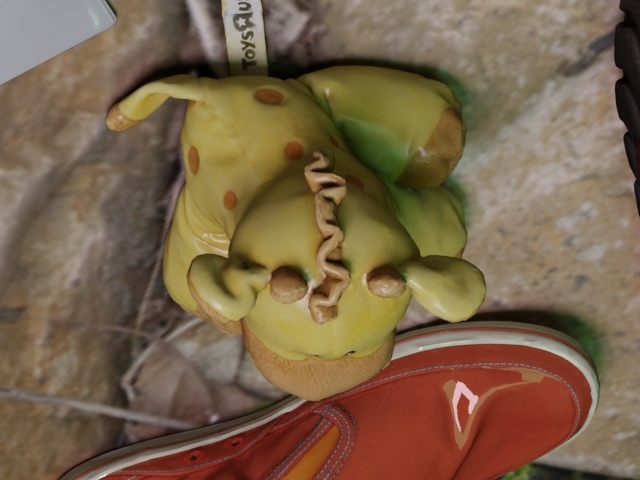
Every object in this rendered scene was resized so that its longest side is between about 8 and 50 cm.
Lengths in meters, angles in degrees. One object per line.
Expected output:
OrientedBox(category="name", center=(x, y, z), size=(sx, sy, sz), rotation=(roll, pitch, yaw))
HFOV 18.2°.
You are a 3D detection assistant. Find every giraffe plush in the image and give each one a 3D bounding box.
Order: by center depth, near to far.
OrientedBox(category="giraffe plush", center=(0.000, 0.000, 0.968), size=(0.181, 0.170, 0.210), rotation=(-24, 130, 4))

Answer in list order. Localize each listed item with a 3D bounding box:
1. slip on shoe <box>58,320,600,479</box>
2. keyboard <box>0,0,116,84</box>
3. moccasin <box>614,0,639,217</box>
OrientedBox(category="slip on shoe", center=(0.006, 0.141, 1.128), size=(0.331, 0.101, 0.123), rotation=(-19, 128, -3))
OrientedBox(category="keyboard", center=(-0.225, -0.071, 0.953), size=(0.256, 0.014, 0.072), rotation=(-27, 135, 6))
OrientedBox(category="moccasin", center=(0.241, -0.041, 1.027), size=(0.147, 0.139, 0.380), rotation=(-18, 130, -3))
